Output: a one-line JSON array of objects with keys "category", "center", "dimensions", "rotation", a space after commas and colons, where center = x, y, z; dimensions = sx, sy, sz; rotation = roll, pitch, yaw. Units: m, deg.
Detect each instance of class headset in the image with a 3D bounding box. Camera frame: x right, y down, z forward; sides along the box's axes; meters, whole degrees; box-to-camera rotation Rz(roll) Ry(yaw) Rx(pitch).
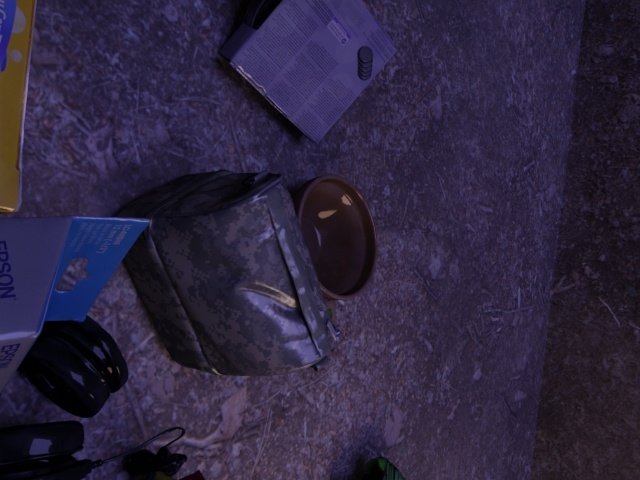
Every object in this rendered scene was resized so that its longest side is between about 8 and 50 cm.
[{"category": "headset", "center": [-0.344, 0.217, 0.731], "dimensions": [0.394, 0.185, 0.244], "rotation": [36, 53, -30]}]

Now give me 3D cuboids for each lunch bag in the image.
[{"category": "lunch bag", "center": [-0.121, 0.050, 0.877], "dimensions": [0.212, 0.256, 0.305], "rotation": [-37, 118, -43]}]

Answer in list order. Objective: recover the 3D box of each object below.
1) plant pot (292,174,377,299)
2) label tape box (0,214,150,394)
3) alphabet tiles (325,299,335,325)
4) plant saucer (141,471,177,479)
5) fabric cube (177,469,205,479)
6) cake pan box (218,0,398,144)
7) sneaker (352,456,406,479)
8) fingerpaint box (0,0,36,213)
[{"category": "plant pot", "center": [0.000, 0.000, 1.124], "dimensions": [0.237, 0.109, 0.238], "rotation": [14, 71, -47]}, {"category": "label tape box", "center": [-0.340, 0.087, 0.499], "dimensions": [0.347, 0.249, 0.115], "rotation": [-2, 64, -39]}, {"category": "alphabet tiles", "center": [-0.046, 0.116, 1.158], "dimensions": [0.237, 0.009, 0.198], "rotation": [-3, 92, -49]}, {"category": "plant saucer", "center": [-0.236, 0.480, 0.905], "dimensions": [0.188, 0.045, 0.188], "rotation": [48, 56, -39]}, {"category": "fabric cube", "center": [-0.209, 0.501, 0.716], "dimensions": [0.258, 0.254, 0.259], "rotation": [-16, 107, -27]}, {"category": "cake pan box", "center": [-0.017, -0.345, 1.058], "dimensions": [0.246, 0.070, 0.267], "rotation": [-51, 133, 3]}, {"category": "sneaker", "center": [0.053, 0.594, 1.212], "dimensions": [0.343, 0.134, 0.146], "rotation": [-35, 91, -40]}, {"category": "fingerpaint box", "center": [-0.382, -0.246, 0.479], "dimensions": [0.163, 0.371, 0.445], "rotation": [9, 84, -50]}]
